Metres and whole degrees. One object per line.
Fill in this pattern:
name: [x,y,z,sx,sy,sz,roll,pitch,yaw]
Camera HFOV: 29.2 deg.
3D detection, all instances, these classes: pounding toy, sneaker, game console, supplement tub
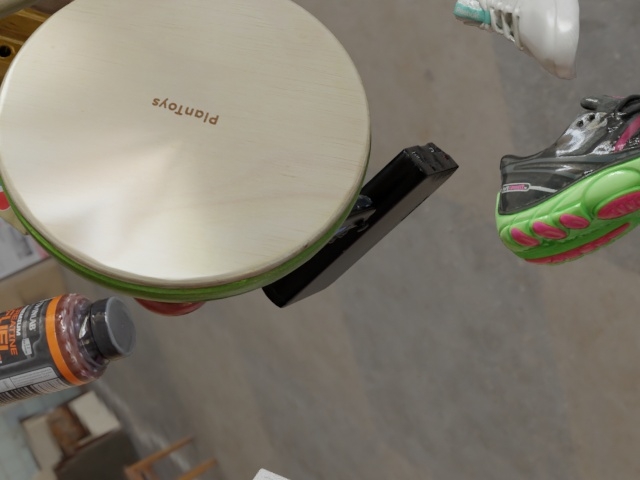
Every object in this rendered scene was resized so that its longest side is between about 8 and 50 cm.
pounding toy: [-0.088,-0.050,0.645,0.237,0.183,0.110,42,156,17]
sneaker: [0.448,-0.137,1.657,0.185,0.483,0.202,42,-148,-53]
sneaker: [0.164,-0.196,1.056,0.212,0.094,0.080,-98,4,-58]
game console: [0.000,0.000,1.167,0.213,0.361,0.044,-43,80,23]
supplement tub: [-0.311,0.120,1.388,0.106,0.198,0.106,-16,-90,-76]

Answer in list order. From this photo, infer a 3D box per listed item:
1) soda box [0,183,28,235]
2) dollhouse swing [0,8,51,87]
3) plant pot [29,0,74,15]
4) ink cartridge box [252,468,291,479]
soda box: [-0.421,-0.079,1.625,0.181,0.058,0.061,34,113,24]
dollhouse swing: [-0.282,-0.361,1.356,0.305,0.315,0.347,129,156,-74]
plant pot: [-0.255,-0.333,1.222,0.237,0.237,0.110,53,132,25]
ink cartridge box: [-0.056,0.358,1.258,0.134,0.231,0.078,19,131,16]
